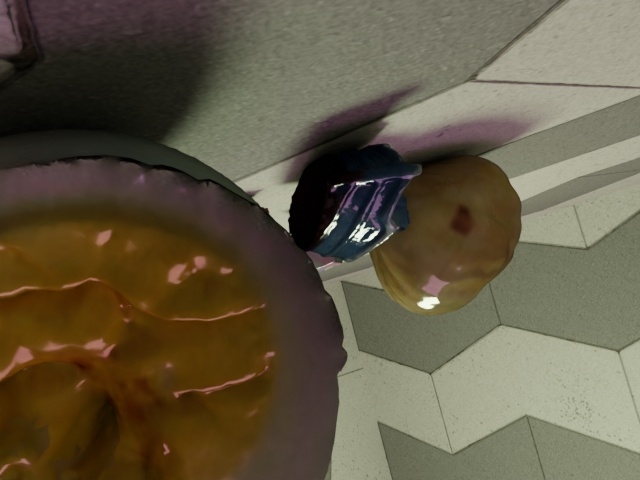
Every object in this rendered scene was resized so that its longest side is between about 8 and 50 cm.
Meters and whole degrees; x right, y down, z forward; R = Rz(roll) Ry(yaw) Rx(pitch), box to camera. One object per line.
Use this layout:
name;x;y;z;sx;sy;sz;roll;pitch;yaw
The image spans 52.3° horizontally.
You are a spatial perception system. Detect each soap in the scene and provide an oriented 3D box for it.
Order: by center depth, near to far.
soap;0.000;0.000;1.151;0.056;0.100;0.149;-23;-164;18

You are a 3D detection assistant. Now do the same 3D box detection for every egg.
egg;-0.187;0.082;0.539;0.354;0.355;0.340;-13;-165;-14

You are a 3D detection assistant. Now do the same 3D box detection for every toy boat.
toy boat;0.049;-0.042;0.794;0.142;0.129;0.309;-1;169;-14

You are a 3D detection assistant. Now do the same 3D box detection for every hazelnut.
hazelnut;0.162;-0.014;0.975;0.261;0.241;0.261;-48;175;-6

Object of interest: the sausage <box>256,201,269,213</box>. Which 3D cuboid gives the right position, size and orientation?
sausage;-0.230;0.007;0.931;0.347;0.053;0.053;-17;173;17
